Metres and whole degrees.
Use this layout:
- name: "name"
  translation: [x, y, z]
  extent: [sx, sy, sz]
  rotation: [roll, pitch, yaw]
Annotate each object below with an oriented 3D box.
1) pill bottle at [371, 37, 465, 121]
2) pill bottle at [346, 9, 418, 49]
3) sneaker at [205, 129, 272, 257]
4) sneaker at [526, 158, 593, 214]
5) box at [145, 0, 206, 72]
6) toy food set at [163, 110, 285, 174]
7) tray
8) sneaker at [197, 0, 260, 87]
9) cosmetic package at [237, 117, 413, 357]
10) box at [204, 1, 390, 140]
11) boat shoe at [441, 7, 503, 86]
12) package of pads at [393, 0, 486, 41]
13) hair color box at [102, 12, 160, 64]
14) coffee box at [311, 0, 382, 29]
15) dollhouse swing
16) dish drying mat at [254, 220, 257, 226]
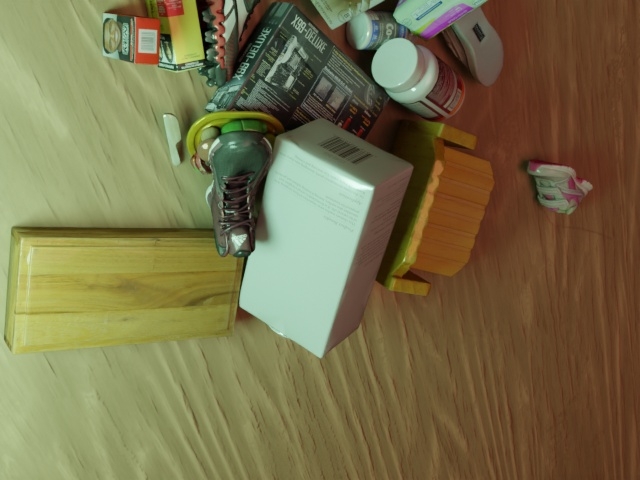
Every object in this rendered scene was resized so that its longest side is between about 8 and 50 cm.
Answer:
- name: "pill bottle"
  translation: [0.202, -0.329, 1.491]
  extent: [0.221, 0.121, 0.121]
  rotation: [15, 97, -55]
- name: "pill bottle"
  translation: [0.127, -0.424, 1.463]
  extent: [0.137, 0.078, 0.078]
  rotation: [-10, 112, -33]
- name: "sneaker"
  translation: [-0.134, -0.061, 1.243]
  extent: [0.107, 0.281, 0.162]
  rotation: [-5, 68, -13]
- name: "sneaker"
  translation: [0.624, -0.136, 1.913]
  extent: [0.252, 0.103, 0.111]
  rotation: [22, 91, -38]
- name: "box"
  translation: [-0.248, -0.400, 1.193]
  extent: [0.058, 0.087, 0.232]
  rotation: [-20, 118, -29]
- name: "toy food set"
  translation: [-0.164, -0.159, 1.285]
  extent: [0.218, 0.071, 0.128]
  rotation: [-3, 136, -12]
- name: "tray"
  translation: [-0.339, 0.083, 1.308]
  extent: [0.411, 0.076, 0.202]
  rotation: [0, 106, -37]
- name: "sneaker"
  translation: [-0.155, -0.405, 1.251]
  extent: [0.135, 0.098, 0.275]
  rotation: [-9, 110, -31]
- name: "cosmetic package"
  translation: [0.000, 0.000, 1.351]
  extent: [0.156, 0.217, 0.384]
  rotation: [-32, 147, -49]
- name: "box"
  translation: [-0.035, -0.266, 1.403]
  extent: [0.307, 0.077, 0.242]
  rotation: [34, 85, -39]
- name: "boat shoe"
  translation: [0.321, -0.443, 1.594]
  extent: [0.096, 0.088, 0.267]
  rotation: [-54, 139, -1]
- name: "package of pads"
  translation: [0.269, -0.551, 1.391]
  extent: [0.101, 0.229, 0.296]
  rotation: [28, 73, -19]
- name: "hair color box"
  translation: [-0.301, -0.320, 1.147]
  extent: [0.043, 0.141, 0.071]
  rotation: [-6, 109, -34]
- name: "coffee box"
  translation: [0.087, -0.512, 1.301]
  extent: [0.247, 0.098, 0.141]
  rotation: [-24, 132, 24]
- name: "dollhouse swing"
  translation: [0.286, -0.053, 1.592]
  extent: [0.305, 0.315, 0.346]
  rotation: [15, 96, -18]
- name: "dish drying mat"
  translation: [-0.152, -0.037, 1.442]
  extent: [0.032, 0.008, 0.083]
  rotation: [-54, 128, -7]
